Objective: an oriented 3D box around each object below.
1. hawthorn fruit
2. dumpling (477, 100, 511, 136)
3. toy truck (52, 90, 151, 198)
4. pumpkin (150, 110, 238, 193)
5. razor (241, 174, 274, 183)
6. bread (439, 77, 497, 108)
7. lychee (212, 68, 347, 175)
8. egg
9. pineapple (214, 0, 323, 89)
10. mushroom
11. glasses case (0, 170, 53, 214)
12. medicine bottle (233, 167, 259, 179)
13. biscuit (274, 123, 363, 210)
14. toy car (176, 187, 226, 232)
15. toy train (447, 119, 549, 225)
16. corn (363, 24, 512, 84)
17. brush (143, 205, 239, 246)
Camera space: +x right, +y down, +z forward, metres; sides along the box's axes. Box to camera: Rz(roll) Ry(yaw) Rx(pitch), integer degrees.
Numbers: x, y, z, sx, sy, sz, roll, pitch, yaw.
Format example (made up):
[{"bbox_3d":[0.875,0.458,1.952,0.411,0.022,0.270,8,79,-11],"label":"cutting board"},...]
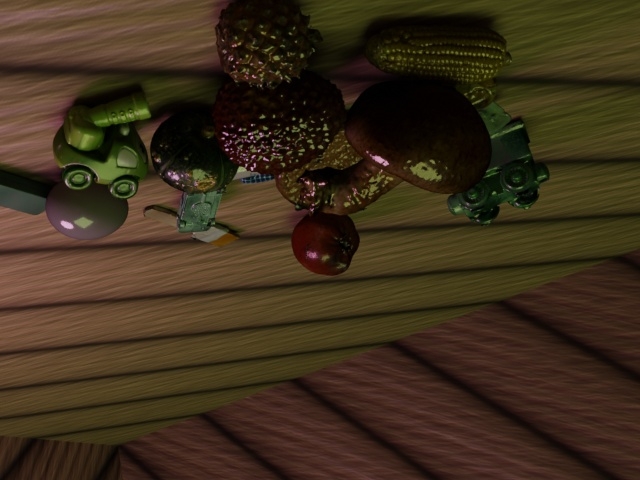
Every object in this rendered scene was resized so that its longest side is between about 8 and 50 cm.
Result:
[{"bbox_3d":[0.000,0.000,2.437,0.185,0.185,0.202,10,-177,-45],"label":"hawthorn fruit"},{"bbox_3d":[0.334,-0.273,2.083,0.217,0.105,0.149,-19,157,12],"label":"dumpling"},{"bbox_3d":[-0.431,-0.199,1.760,0.187,0.148,0.210,-3,134,-18],"label":"toy truck"},{"bbox_3d":[-0.255,-0.181,1.834,0.190,0.190,0.146,-7,158,-19],"label":"pumpkin"},{"bbox_3d":[-0.069,-0.170,2.157,0.253,0.042,0.082,-10,130,-13],"label":"razor"},{"bbox_3d":[0.267,-0.304,1.998,0.269,0.098,0.087,-22,-162,15],"label":"bread"},{"bbox_3d":[-0.081,-0.242,1.735,0.271,0.236,0.236,-3,162,21],"label":"lychee"},{"bbox_3d":[-0.512,-0.073,1.973,0.146,0.146,0.199,-30,159,32],"label":"egg"},{"bbox_3d":[-0.085,-0.352,1.582,0.193,0.166,0.166,-10,157,-19],"label":"pineapple"},{"bbox_3d":[0.161,-0.163,1.809,0.334,0.356,0.331,27,175,-4],"label":"mushroom"},{"bbox_3d":[-0.669,-0.105,1.941,0.078,0.039,0.184,-27,154,26],"label":"glasses case"},{"bbox_3d":[-0.194,-0.178,2.004,0.183,0.086,0.086,-12,157,-5],"label":"medicine bottle"},{"bbox_3d":[0.031,-0.184,2.097,0.296,0.075,0.296,-12,140,-10],"label":"biscuit"},{"bbox_3d":[-0.292,-0.097,2.147,0.090,0.076,0.224,-4,147,-22],"label":"toy car"},{"bbox_3d":[0.440,-0.165,2.274,0.266,0.202,0.145,-20,158,14],"label":"toy train"},{"bbox_3d":[0.242,-0.372,1.785,0.322,0.119,0.119,-4,155,-20],"label":"corn"},{"bbox_3d":[-0.338,-0.039,2.326,0.085,0.020,0.336,-25,154,24],"label":"brush"}]
